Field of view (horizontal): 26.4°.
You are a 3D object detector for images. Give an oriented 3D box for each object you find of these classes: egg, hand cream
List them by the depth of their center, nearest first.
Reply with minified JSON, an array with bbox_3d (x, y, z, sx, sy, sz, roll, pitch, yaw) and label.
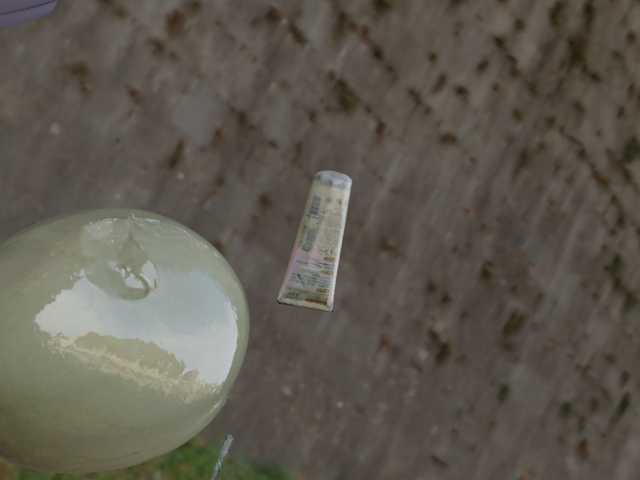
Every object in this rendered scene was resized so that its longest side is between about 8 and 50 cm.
[{"bbox_3d":[-0.183,0.082,1.128,0.219,0.269,0.219,37,-41,41],"label":"egg"},{"bbox_3d":[0.000,0.000,1.383,0.061,0.143,0.039,12,5,-20],"label":"hand cream"}]

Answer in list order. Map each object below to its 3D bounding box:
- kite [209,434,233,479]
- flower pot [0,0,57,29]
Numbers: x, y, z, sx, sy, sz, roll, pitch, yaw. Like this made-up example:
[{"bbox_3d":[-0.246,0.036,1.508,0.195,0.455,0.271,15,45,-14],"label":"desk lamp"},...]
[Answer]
[{"bbox_3d":[-0.119,0.270,1.425,0.005,0.152,0.137,33,6,34],"label":"kite"},{"bbox_3d":[-0.502,-0.414,1.990,0.243,0.265,0.265,-7,26,-46],"label":"flower pot"}]
